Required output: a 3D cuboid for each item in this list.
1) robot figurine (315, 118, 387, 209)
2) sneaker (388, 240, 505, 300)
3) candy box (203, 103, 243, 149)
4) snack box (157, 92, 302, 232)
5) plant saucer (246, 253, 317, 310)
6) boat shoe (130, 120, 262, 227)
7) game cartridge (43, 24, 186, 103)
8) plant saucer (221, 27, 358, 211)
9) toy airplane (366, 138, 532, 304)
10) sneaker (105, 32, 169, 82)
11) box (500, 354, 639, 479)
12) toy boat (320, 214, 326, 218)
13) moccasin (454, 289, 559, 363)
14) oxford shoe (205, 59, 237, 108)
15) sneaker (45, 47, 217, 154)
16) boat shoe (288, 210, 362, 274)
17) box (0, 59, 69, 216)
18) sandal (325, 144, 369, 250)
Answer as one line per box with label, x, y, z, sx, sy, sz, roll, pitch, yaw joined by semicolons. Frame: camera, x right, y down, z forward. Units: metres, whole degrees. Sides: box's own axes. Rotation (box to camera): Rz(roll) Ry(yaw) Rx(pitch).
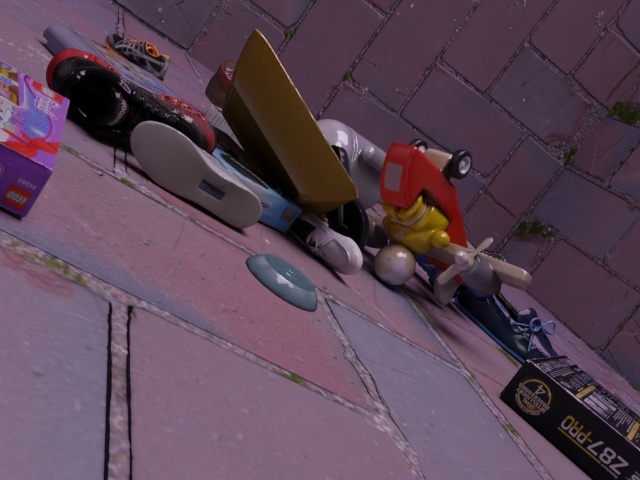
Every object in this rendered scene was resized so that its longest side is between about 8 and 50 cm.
robot figurine;0.057;-0.206;1.952;0.300;0.199;0.353;-6;-22;40
sneaker;0.292;0.065;1.762;0.130;0.147;0.330;9;8;-44
candy box;-0.170;-0.225;1.664;0.196;0.070;0.165;39;11;14
snack box;-0.185;-0.146;1.297;0.187;0.060;0.322;28;13;-46
plant saucer;-0.048;0.052;0.979;0.119;0.021;0.119;35;11;-8
boat shoe;-0.189;-0.098;1.064;0.227;0.079;0.081;37;0;-24
game cartridge;-0.392;-0.321;1.433;0.198;0.062;0.297;38;10;32
plant saucer;-0.084;-0.184;1.323;0.332;0.081;0.333;59;-12;-3
toy airplane;0.220;0.008;1.506;0.384;0.272;0.386;46;-24;3
sneaker;-0.458;-0.469;1.786;0.215;0.083;0.084;39;12;20
box;0.524;0.348;1.313;0.318;0.097;0.395;39;11;25
toy boat;-0.005;-0.123;1.647;0.151;0.151;0.231;68;16;7
moccasin;0.478;0.206;1.718;0.342;0.117;0.138;41;12;25
oxford shoe;-0.174;-0.293;1.833;0.123;0.130;0.348;-19;74;-52
sneaker;-0.279;-0.188;1.069;0.276;0.097;0.135;26;14;-25
boat shoe;0.000;0.000;1.258;0.063;0.066;0.184;5;33;-44
box;-0.365;-0.142;0.714;0.201;0.057;0.293;30;12;-25
sandal;0.032;-0.083;1.469;0.054;0.097;0.254;10;54;-41
